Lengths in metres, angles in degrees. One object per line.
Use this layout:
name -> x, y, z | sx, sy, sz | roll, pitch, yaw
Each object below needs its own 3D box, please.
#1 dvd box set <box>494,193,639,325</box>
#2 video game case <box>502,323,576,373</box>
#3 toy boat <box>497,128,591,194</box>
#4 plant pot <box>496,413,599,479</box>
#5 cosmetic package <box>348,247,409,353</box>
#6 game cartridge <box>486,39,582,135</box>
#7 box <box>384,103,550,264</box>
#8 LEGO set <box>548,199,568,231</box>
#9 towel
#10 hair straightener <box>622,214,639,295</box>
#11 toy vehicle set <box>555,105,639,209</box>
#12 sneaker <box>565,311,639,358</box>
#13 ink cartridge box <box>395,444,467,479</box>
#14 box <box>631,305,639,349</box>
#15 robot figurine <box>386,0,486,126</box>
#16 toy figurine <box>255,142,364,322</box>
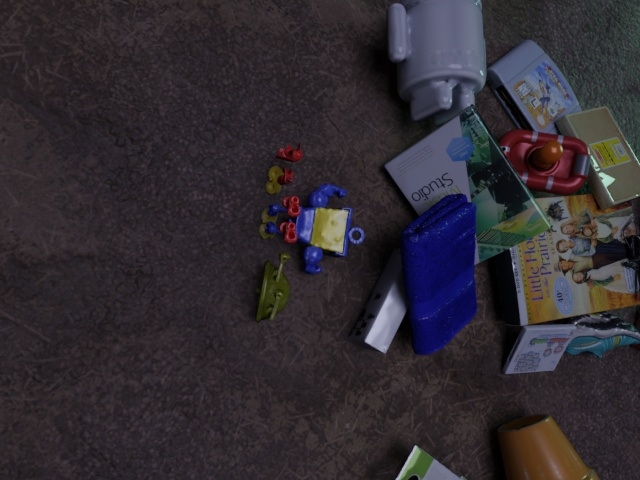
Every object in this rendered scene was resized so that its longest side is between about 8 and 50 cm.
dvd box set -> 0.637, 0.036, 1.171 | 0.421, 0.062, 0.307 | -5, 85, -18
video game case -> 0.543, 0.269, 1.139 | 0.157, 0.019, 0.143 | 2, 118, -19
toy boat -> 0.551, -0.206, 1.138 | 0.231, 0.151, 0.150 | 13, 85, 14
plant pot -> 0.507, 0.513, 1.058 | 0.205, 0.205, 0.187 | -12, 72, -20
cosmetic package -> 0.154, 0.127, 1.021 | 0.060, 0.099, 0.239 | 33, 74, -13
game cartridge -> 0.594, -0.391, 1.256 | 0.198, 0.062, 0.297 | -39, 97, -14
box -> 0.331, -0.108, 1.050 | 0.322, 0.232, 0.058 | 53, 31, -7
LEGO set -> 0.571, -0.061, 1.121 | 0.054, 0.023, 0.083 | 43, 85, -6
towel -> 0.268, 0.076, 0.988 | 0.228, 0.076, 0.308 | -35, 125, -36
hair straightener -> 0.823, 0.047, 1.172 | 0.089, 0.047, 0.230 | 1, 83, -18
toy vehicle set -> 0.749, -0.223, 1.212 | 0.166, 0.035, 0.266 | -15, 76, -21
sneaker -> 0.745, 0.253, 1.222 | 0.276, 0.107, 0.109 | 6, 113, -23
ink cartridge box -> 0.234, 0.579, 0.998 | 0.255, 0.097, 0.188 | 39, 74, -9
box -> 1.025, 0.283, 1.286 | 0.257, 0.123, 0.128 | 22, 78, -15
robot figurine -> 0.278, -0.454, 1.076 | 0.300, 0.200, 0.353 | 2, 83, -34
toy figurine -> 0.000, 0.000, 0.944 | 0.217, 0.191, 0.362 | 10, 82, -22
